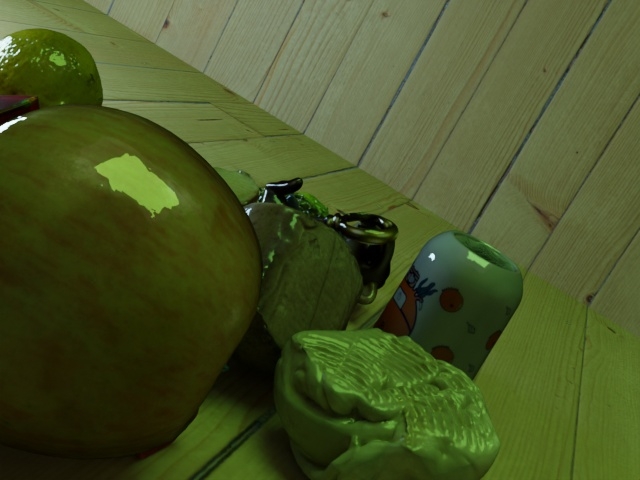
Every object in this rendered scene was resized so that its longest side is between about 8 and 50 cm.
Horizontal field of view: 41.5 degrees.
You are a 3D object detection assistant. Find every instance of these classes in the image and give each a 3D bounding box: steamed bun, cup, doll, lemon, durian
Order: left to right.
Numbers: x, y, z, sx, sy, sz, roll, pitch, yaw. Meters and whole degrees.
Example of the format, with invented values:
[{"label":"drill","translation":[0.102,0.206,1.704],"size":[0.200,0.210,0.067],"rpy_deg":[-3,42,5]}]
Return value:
[{"label":"lemon","translation":[-0.581,-0.317,1.762],"size":[0.267,0.267,0.267],"rpy_deg":[26,17,-9]},{"label":"steamed bun","translation":[-0.081,0.085,1.359],"size":[0.199,0.252,0.301],"rpy_deg":[10,-24,32]},{"label":"durian","translation":[-0.042,-0.062,2.137],"size":[0.375,0.107,0.132],"rpy_deg":[41,14,22]},{"label":"doll","translation":[0.001,-0.005,1.846],"size":[0.339,0.209,0.318],"rpy_deg":[23,2,2]},{"label":"steamed bun","translation":[0.073,0.269,1.198],"size":[0.289,0.203,0.276],"rpy_deg":[10,30,-13]},{"label":"cup","translation":[0.226,0.152,1.565],"size":[0.212,0.317,0.212],"rpy_deg":[27,16,-8]}]

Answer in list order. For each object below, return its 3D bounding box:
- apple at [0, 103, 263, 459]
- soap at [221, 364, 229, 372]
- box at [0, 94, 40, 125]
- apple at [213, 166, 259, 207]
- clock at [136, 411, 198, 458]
[{"label":"apple","translation":[-0.247,0.048,0.905],"size":[0.346,0.391,0.391],"rpy_deg":[35,16,-3]},{"label":"soap","translation":[-0.272,0.125,1.252],"size":[0.293,0.077,0.156],"rpy_deg":[38,19,26]},{"label":"box","translation":[-0.630,-0.189,1.451],"size":[0.197,0.089,0.313],"rpy_deg":[0,18,3]},{"label":"apple","translation":[-0.277,-0.058,1.637],"size":[0.292,0.163,0.251],"rpy_deg":[18,25,9]},{"label":"clock","translation":[-0.251,0.206,1.080],"size":[0.155,0.061,0.113],"rpy_deg":[32,22,21]}]
